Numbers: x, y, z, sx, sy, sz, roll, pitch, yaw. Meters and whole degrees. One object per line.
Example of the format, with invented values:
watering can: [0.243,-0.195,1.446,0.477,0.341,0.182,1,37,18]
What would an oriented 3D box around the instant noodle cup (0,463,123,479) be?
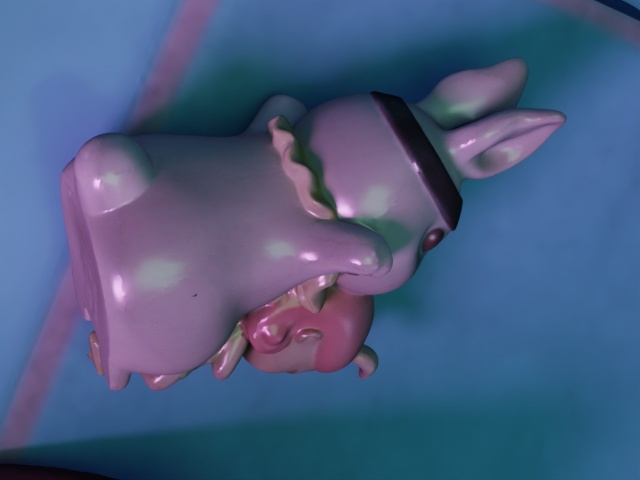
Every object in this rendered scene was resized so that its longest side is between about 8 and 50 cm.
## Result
instant noodle cup: [-0.104,0.195,0.472,0.234,0.235,0.178,-8,117,-14]

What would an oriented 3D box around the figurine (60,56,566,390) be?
figurine: [-0.004,-0.006,0.527,0.146,0.081,0.098,-13,152,-18]
